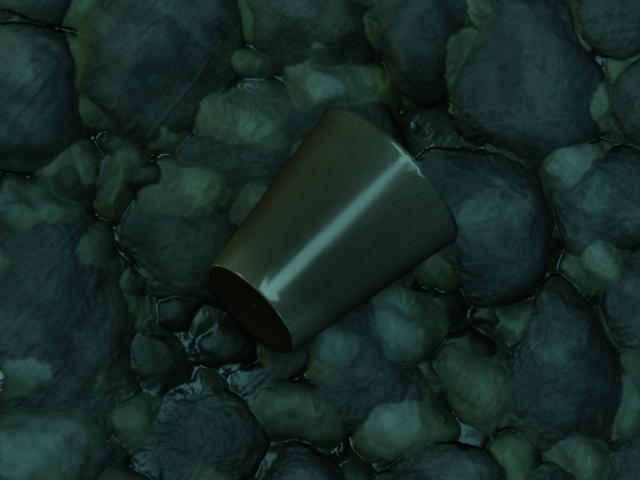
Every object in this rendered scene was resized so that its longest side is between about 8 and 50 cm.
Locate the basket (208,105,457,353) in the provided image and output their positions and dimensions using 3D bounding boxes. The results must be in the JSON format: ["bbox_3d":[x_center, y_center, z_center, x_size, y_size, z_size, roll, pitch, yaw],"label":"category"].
[{"bbox_3d":[0.000,0.000,1.885,0.204,0.154,0.227,46,68,2],"label":"basket"}]

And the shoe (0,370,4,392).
[{"bbox_3d":[-0.373,0.207,1.739,0.178,0.063,0.081,-38,88,-20],"label":"shoe"}]
